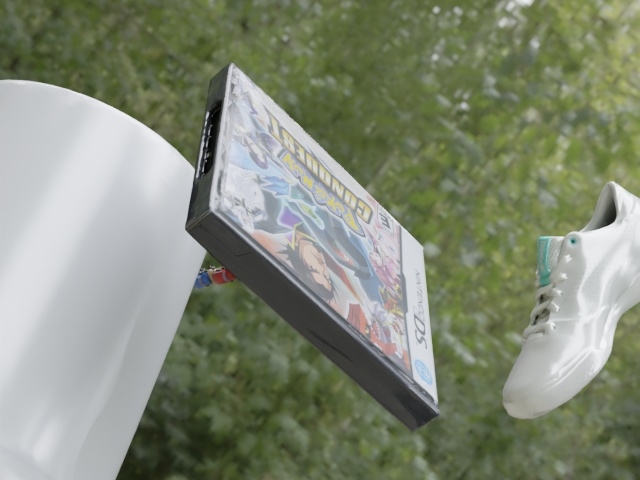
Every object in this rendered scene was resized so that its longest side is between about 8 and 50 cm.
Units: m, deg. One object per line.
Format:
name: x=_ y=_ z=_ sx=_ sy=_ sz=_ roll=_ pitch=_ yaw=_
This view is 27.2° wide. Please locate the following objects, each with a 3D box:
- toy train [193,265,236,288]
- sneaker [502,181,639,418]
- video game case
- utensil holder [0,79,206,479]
toy train: x=-0.132 y=0.048 z=1.859 sx=0.158 sy=0.036 sz=0.027 roll=-12 pitch=-69 yaw=44
sneaker: x=0.193 y=0.043 z=1.035 sx=0.094 sy=0.212 sz=0.080 roll=49 pitch=-27 yaw=-15
video game case: x=0.000 y=0.000 z=1.143 sx=0.275 sy=0.035 sz=0.248 roll=43 pitch=25 yaw=-25
utensil holder: x=-0.309 y=0.085 z=1.284 sx=0.327 sy=0.385 sz=0.327 roll=15 pitch=-30 yaw=9
